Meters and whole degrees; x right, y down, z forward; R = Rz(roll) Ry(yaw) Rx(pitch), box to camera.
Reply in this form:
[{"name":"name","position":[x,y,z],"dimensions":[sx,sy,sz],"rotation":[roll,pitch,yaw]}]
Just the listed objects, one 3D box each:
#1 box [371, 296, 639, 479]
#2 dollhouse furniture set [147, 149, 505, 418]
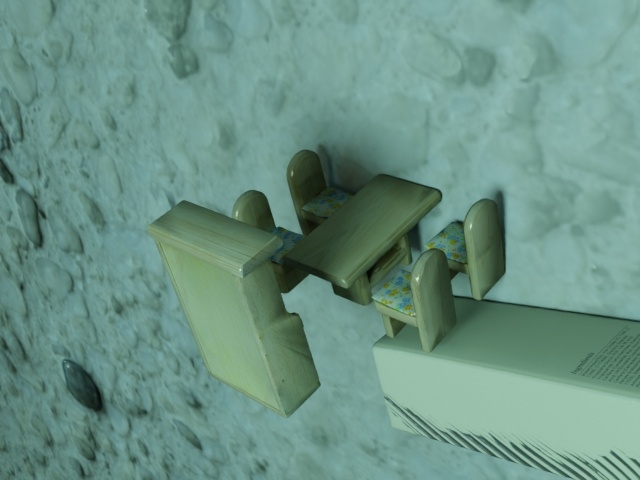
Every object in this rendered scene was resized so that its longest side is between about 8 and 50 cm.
[{"name":"box","position":[0.185,0.122,0.731],"dimensions":[0.275,0.113,0.094],"rotation":[6,117,46]},{"name":"dollhouse furniture set","position":[0.000,0.000,0.741],"dimensions":[0.212,0.242,0.161],"rotation":[20,138,38]}]
